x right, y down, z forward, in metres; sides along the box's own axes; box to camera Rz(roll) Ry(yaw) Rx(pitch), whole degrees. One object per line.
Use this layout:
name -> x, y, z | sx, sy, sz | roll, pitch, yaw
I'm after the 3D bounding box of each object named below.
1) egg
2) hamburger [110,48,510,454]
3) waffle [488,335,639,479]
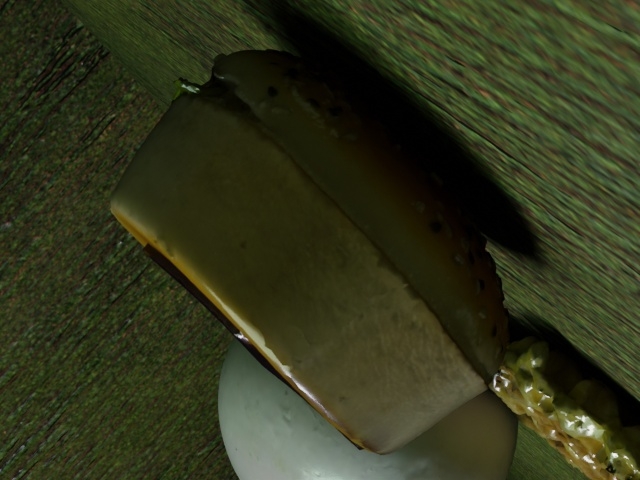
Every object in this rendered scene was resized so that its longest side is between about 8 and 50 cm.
egg -> 0.049, 0.162, 1.580 | 0.283, 0.283, 0.345 | 45, 176, -17
hamburger -> 0.000, 0.000, 1.111 | 0.300, 0.176, 0.300 | 44, 175, 5
waffle -> 0.251, 0.183, 1.380 | 0.301, 0.058, 0.281 | 43, 177, -12
